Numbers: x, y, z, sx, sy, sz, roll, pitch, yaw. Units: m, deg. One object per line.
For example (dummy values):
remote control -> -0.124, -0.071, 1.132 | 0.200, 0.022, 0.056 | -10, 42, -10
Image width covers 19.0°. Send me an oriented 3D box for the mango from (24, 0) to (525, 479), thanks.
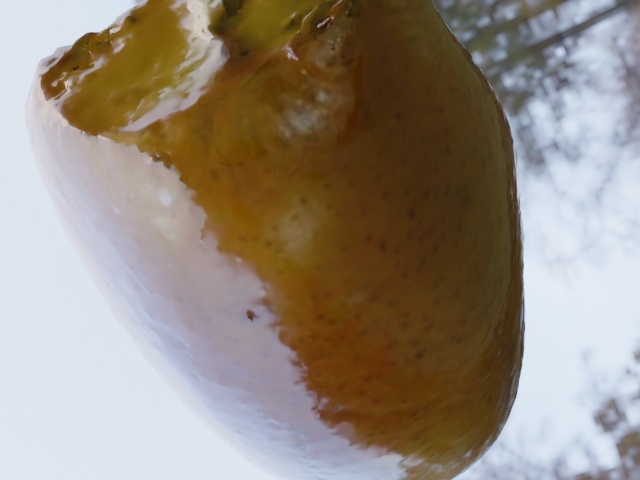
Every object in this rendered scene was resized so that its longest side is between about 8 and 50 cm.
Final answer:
mango -> 0.000, 0.000, 0.588 | 0.154, 0.126, 0.252 | 58, 178, 31
